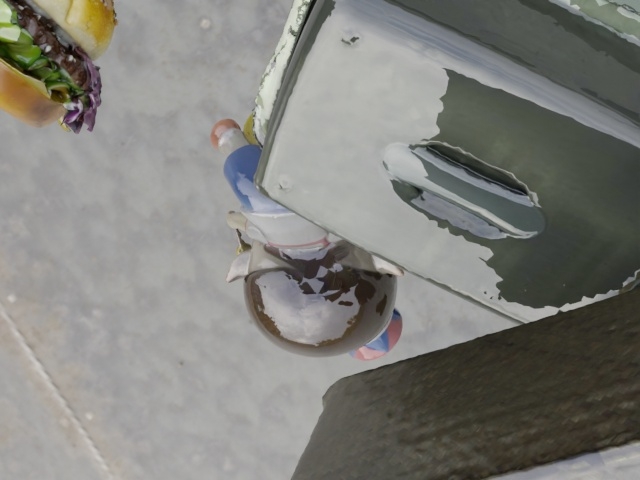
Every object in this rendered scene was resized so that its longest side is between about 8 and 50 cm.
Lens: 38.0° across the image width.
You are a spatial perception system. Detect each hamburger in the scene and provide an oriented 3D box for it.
[{"bbox_3d":[-0.172,-0.127,0.469,0.164,0.189,0.093,34,89,-20],"label":"hamburger"}]

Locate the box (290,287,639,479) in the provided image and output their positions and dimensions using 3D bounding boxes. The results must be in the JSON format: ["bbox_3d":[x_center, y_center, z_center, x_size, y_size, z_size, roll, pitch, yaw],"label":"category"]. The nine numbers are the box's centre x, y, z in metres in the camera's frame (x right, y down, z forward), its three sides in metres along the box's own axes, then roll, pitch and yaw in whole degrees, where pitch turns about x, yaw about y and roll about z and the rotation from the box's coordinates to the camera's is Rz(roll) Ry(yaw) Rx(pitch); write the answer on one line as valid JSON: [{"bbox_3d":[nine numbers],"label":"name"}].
[{"bbox_3d":[0.132,0.143,0.440,0.273,0.143,0.184,-21,105,24],"label":"box"}]

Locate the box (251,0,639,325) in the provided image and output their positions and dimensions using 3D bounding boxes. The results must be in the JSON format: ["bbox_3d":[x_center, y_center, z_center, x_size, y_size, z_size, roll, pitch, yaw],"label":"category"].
[{"bbox_3d":[0.108,-0.079,0.591,0.290,0.166,0.220,26,136,0],"label":"box"}]

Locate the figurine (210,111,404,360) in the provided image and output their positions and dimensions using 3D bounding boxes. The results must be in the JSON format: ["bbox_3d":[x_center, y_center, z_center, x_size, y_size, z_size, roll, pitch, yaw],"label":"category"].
[{"bbox_3d":[-0.002,0.006,0.832,0.161,0.158,0.275,2,130,14],"label":"figurine"}]
